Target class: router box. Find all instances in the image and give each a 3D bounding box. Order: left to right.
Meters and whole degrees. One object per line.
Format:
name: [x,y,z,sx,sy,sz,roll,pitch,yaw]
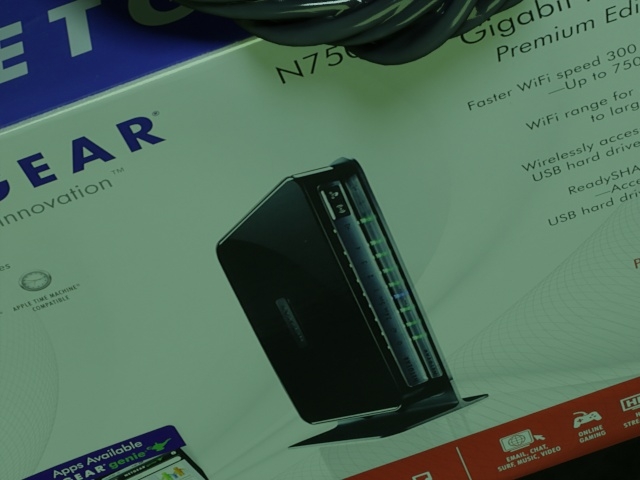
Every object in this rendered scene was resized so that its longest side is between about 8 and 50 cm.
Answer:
router box: [0.000,0.000,0.748,0.335,0.082,0.301,-20,139,5]

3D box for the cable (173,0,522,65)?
cable: [-0.009,-0.137,0.583,0.184,0.047,0.150,15,101,-3]
